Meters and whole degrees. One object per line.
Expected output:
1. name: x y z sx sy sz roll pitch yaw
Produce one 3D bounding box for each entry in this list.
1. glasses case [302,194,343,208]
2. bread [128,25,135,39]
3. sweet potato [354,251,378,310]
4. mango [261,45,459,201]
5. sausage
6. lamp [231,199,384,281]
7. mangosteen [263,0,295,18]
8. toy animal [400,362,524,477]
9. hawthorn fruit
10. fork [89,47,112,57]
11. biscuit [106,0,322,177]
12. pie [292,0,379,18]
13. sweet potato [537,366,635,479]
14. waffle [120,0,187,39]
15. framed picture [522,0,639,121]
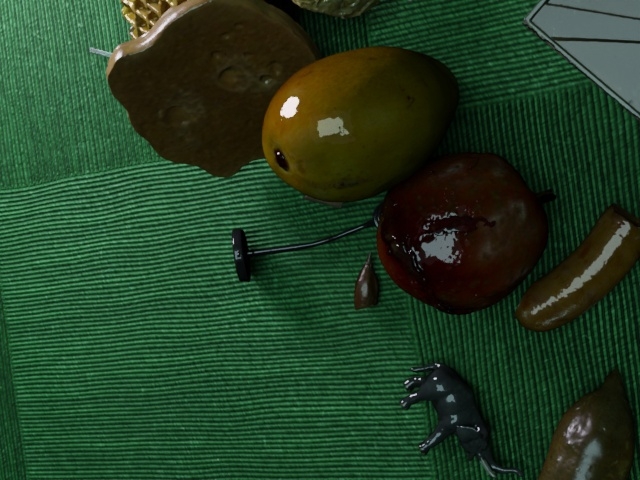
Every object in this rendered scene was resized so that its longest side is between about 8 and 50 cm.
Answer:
1. glasses case: 0.038 -0.160 1.628 0.103 0.070 0.193 16 96 -13
2. bread: -0.349 -0.460 1.757 0.110 0.060 0.066 -38 49 20
3. sweet potato: 0.092 0.080 1.626 0.049 0.049 0.117 8 97 21
4. mango: 0.083 -0.211 1.402 0.300 0.446 0.232 -13 105 35
5. sausage: 0.452 0.061 1.453 0.109 0.109 0.270 47 109 12
6. lamp: -0.016 0.005 1.631 0.372 0.108 0.130 -6 95 22
7. mangosteen: -0.160 -0.460 1.616 0.231 0.194 0.194 7 97 32
8. toy animal: 0.249 0.350 1.565 0.137 0.082 0.269 -36 80 22
9. hawthorn fruit: 0.238 -0.014 1.445 0.316 0.316 0.315 2 95 22
10. fork: -0.394 -0.385 1.799 0.235 0.021 0.039 19 97 18
11. biscuit: -0.176 -0.283 1.551 0.365 0.385 0.062 -29 47 13
12. pie: 0.021 -0.574 1.521 0.340 0.083 0.339 1 81 -4
13. sweet potato: 0.456 0.401 1.450 0.158 0.158 0.369 20 100 20
14. waffle: -0.280 -0.401 1.616 0.329 0.062 0.329 35 148 26
15. framed picture: 0.524 -0.368 1.432 0.289 0.016 0.213 44 109 13
